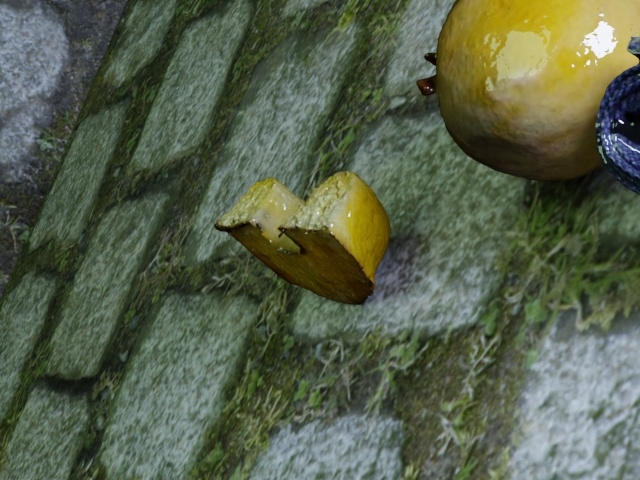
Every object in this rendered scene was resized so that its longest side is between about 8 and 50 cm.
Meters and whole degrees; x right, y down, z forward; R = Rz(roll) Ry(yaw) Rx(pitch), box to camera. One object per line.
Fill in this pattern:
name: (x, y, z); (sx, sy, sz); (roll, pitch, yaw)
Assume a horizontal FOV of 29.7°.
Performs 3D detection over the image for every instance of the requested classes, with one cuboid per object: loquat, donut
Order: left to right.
donut: (0.000, 0.003, 1.406); (0.259, 0.152, 0.101); (1, 51, 55)
loquat: (0.216, -0.163, 1.122); (0.238, 0.193, 0.238); (-13, 67, 33)

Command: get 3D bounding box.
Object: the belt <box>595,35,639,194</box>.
belt: (0.330, -0.091, 0.927); (0.230, 0.126, 0.140); (5, 95, 62)
